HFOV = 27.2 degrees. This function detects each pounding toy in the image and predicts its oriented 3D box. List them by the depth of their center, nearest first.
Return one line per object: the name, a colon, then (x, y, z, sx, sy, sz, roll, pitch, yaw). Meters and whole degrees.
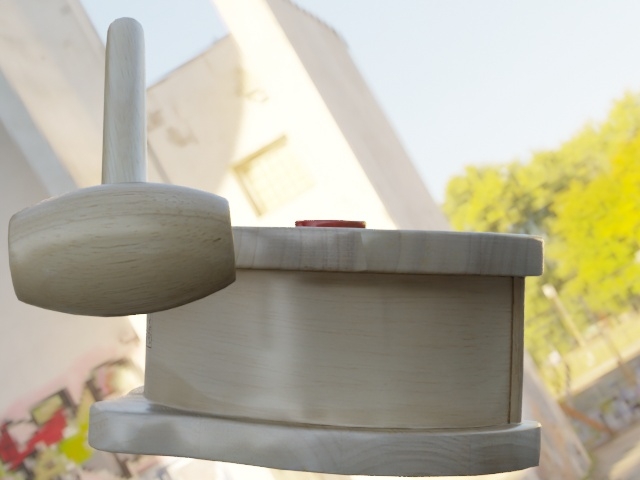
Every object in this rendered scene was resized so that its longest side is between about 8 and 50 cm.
pounding toy: (0.000, 0.000, 0.478, 0.154, 0.154, 0.269, 1, -1, 4)
